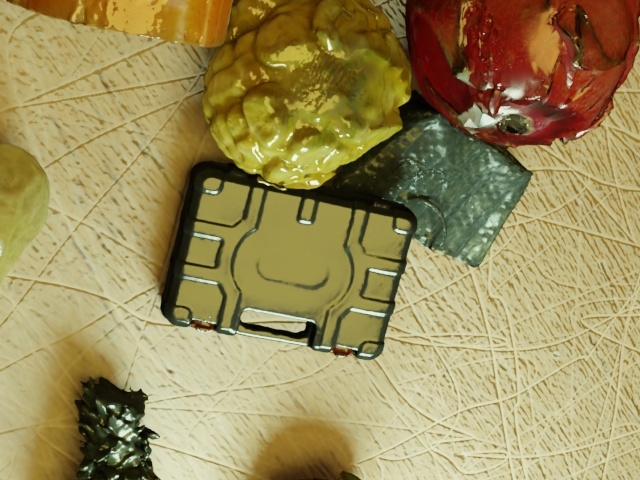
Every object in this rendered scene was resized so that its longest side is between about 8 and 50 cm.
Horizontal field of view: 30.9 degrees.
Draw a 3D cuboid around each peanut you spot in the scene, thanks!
[{"bbox_3d":[-0.401,0.035,1.235,0.149,0.149,0.313,30,88,-31],"label":"peanut"}]

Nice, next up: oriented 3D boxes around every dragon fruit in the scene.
[{"bbox_3d":[0.240,-0.260,1.357,0.295,0.295,0.302,18,61,-30],"label":"dragon fruit"}]

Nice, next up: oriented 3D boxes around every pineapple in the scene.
[{"bbox_3d":[-0.251,0.294,1.402,0.157,0.158,0.279,-4,96,-25],"label":"pineapple"}]

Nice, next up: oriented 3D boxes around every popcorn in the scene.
[{"bbox_3d":[-0.020,-0.181,1.311,0.250,0.190,0.250,-6,100,-37],"label":"popcorn"}]

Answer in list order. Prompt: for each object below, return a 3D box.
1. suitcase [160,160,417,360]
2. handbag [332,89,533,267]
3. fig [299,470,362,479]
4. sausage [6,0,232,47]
[{"bbox_3d":[-0.038,0.027,1.415,0.285,0.066,0.206,11,101,-15],"label":"suitcase"},{"bbox_3d":[0.155,-0.075,1.509,0.270,0.089,0.175,28,102,-31],"label":"handbag"},{"bbox_3d":[0.005,0.405,1.540,0.205,0.205,0.205,-8,110,-24],"label":"fig"},{"bbox_3d":[-0.180,-0.358,1.158,0.233,0.233,0.287,7,104,-28],"label":"sausage"}]
